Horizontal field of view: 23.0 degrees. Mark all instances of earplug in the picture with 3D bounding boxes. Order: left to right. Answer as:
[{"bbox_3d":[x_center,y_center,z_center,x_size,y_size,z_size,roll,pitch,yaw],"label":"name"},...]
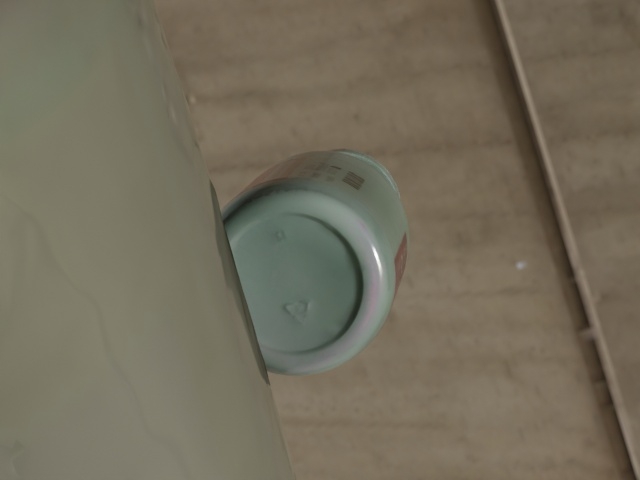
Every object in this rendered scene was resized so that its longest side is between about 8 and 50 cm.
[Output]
[{"bbox_3d":[-0.161,0.080,0.547,0.313,0.394,0.312,-13,-150,8],"label":"earplug"}]

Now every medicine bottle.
[{"bbox_3d":[0.000,0.000,0.790,0.090,0.090,0.216,-16,-172,10],"label":"medicine bottle"}]
